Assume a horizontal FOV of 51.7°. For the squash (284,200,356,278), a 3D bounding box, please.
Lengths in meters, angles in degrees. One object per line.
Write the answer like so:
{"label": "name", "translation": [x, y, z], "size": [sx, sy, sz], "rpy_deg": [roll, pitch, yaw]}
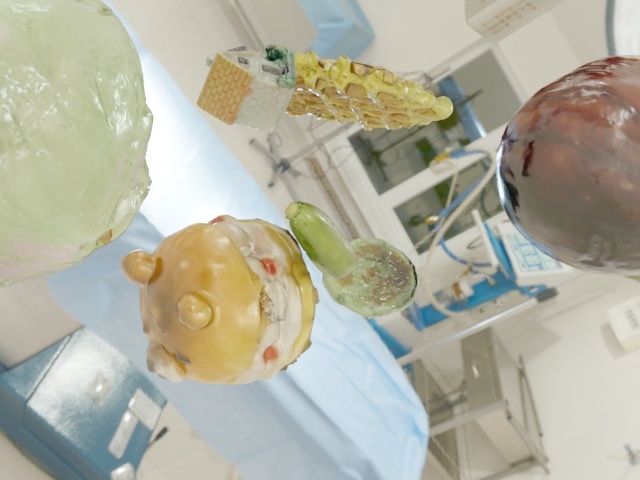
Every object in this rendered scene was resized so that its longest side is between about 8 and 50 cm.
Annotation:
{"label": "squash", "translation": [0.000, 0.000, 0.989], "size": [0.201, 0.066, 0.066], "rpy_deg": [49, 22, -54]}

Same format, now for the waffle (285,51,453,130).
{"label": "waffle", "translation": [0.040, -0.227, 1.043], "size": [0.307, 0.312, 0.060], "rpy_deg": [11, 89, -22]}

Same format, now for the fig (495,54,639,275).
{"label": "fig", "translation": [0.276, -0.039, 0.554], "size": [0.249, 0.186, 0.204], "rpy_deg": [41, 34, 24]}

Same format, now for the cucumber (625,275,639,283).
{"label": "cucumber", "translation": [0.555, 0.019, 1.065], "size": [0.134, 0.244, 0.134], "rpy_deg": [-2, 93, -35]}

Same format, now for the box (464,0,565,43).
{"label": "box", "translation": [0.274, -0.357, 0.772], "size": [0.067, 0.233, 0.149], "rpy_deg": [17, 64, -33]}

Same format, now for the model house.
{"label": "model house", "translation": [-0.091, -0.202, 0.807], "size": [0.100, 0.088, 0.100], "rpy_deg": [12, 47, -20]}

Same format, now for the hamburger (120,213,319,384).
{"label": "hamburger", "translation": [-0.163, 0.097, 1.018], "size": [0.237, 0.276, 0.276], "rpy_deg": [-5, 66, -48]}

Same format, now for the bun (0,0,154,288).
{"label": "bun", "translation": [-0.246, -0.057, 0.560], "size": [0.187, 0.293, 0.293], "rpy_deg": [43, 19, 9]}

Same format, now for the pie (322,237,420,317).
{"label": "pie", "translation": [0.126, 0.088, 1.618], "size": [0.054, 0.240, 0.240], "rpy_deg": [97, -16, -51]}
